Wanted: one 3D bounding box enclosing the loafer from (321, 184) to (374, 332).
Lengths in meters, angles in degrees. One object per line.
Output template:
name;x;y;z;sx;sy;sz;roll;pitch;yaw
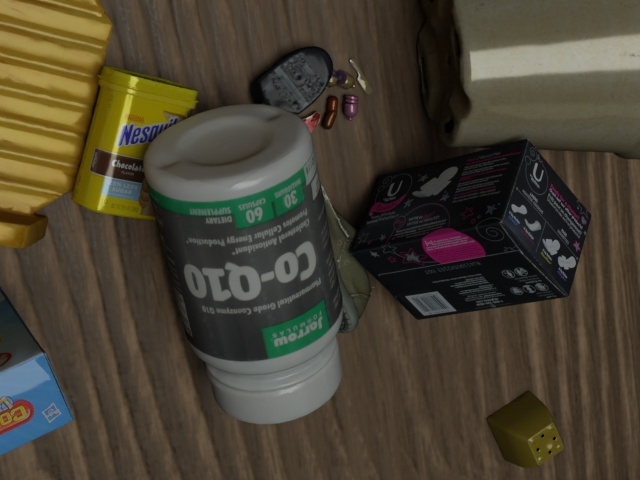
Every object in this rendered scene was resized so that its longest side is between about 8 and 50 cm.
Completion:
loafer;0.000;0.000;1.790;0.087;0.094;0.251;-43;123;-40

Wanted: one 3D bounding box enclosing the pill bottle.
pill bottle;-0.082;0.033;1.662;0.204;0.204;0.361;-22;124;-17

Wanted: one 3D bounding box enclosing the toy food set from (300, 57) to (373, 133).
toy food set;0.012;-0.181;1.780;0.122;0.019;0.078;-38;113;-10

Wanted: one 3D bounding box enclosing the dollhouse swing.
dollhouse swing;-0.369;-0.165;1.470;0.315;0.305;0.347;12;96;-24

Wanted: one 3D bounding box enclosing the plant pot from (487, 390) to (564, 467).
plant pot;0.308;0.284;1.974;0.081;0.083;0.081;-31;113;-13

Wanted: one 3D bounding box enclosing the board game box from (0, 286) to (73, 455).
board game box;-0.459;0.183;1.512;0.308;0.302;0.086;-25;110;-15

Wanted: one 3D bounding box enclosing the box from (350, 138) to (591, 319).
box;0.195;-0.009;1.749;0.163;0.247;0.142;44;53;-31

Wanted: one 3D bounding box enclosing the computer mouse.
computer mouse;-0.085;-0.165;1.738;0.242;0.041;0.071;-36;97;-4

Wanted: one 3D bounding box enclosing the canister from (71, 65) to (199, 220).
canister;-0.228;-0.116;1.655;0.126;0.073;0.170;8;102;-45

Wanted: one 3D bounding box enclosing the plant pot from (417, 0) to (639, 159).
plant pot;0.297;-0.245;1.744;0.305;0.334;0.334;-6;104;-10
